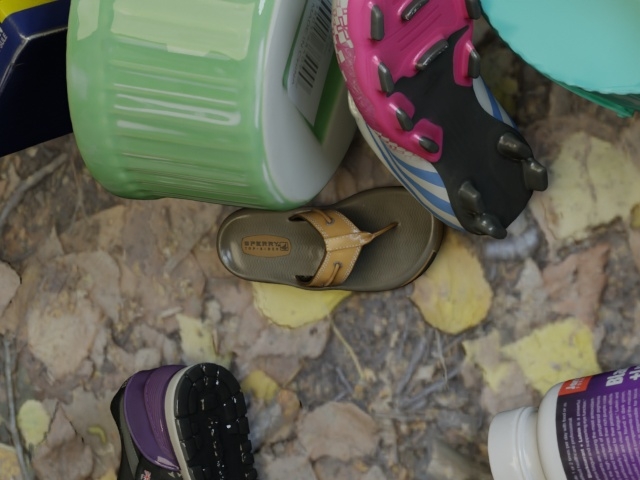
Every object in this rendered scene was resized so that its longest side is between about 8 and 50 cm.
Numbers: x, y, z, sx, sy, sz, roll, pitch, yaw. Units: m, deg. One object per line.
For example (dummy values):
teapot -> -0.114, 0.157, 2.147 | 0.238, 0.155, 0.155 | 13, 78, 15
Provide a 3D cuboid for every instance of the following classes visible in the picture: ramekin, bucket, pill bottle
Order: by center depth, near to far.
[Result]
bucket -> 0.244, -0.223, 1.246 | 0.281, 0.183, 0.281 | 2, 94, 27
pill bottle -> 0.232, 0.153, 1.328 | 0.193, 0.108, 0.108 | -15, 88, 27
ramekin -> -0.060, -0.167, 1.351 | 0.148, 0.303, 0.303 | 13, 100, 19

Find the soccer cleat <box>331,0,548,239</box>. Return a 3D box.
soccer cleat -> 0.059, -0.118, 1.291 | 0.143, 0.331, 0.116 | 33, 74, 38

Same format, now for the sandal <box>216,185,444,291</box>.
sandal -> 0.000, 0.000, 1.460 | 0.219, 0.060, 0.090 | 1, 95, 27

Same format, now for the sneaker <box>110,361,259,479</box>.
sneaker -> -0.119, 0.251, 1.538 | 0.124, 0.107, 0.283 | -9, 87, 42

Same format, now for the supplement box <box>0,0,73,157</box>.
supplement box -> -0.304, -0.272, 1.489 | 0.356, 0.195, 0.194 | 54, 138, 13
